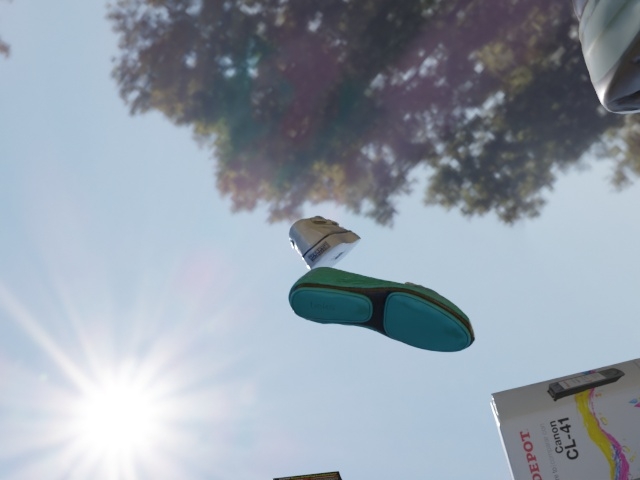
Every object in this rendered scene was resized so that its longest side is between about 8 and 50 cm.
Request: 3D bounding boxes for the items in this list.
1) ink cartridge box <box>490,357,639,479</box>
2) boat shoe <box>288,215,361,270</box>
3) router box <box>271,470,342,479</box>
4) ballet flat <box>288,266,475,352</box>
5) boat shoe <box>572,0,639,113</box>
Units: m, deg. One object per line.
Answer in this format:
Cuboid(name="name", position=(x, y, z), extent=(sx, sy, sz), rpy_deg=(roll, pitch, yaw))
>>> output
Cuboid(name="ink cartridge box", position=(0.430, 0.310, 1.445), extent=(0.131, 0.306, 0.226), rpy_deg=(-69, -38, -81))
Cuboid(name="boat shoe", position=(0.000, 0.000, 1.745), extent=(0.088, 0.096, 0.267), rpy_deg=(49, -168, 8))
Cuboid(name="router box", position=(-0.012, 0.415, 1.545), extent=(0.122, 0.038, 0.092), rpy_deg=(2, -140, -28))
Cuboid(name="ballet flat", position=(0.084, 0.079, 1.275), extent=(0.247, 0.083, 0.087), rpy_deg=(11, -151, 10))
Cuboid(name="boat shoe", position=(0.155, -0.170, 0.256), extent=(0.123, 0.342, 0.123), rpy_deg=(-11, -112, -16))
